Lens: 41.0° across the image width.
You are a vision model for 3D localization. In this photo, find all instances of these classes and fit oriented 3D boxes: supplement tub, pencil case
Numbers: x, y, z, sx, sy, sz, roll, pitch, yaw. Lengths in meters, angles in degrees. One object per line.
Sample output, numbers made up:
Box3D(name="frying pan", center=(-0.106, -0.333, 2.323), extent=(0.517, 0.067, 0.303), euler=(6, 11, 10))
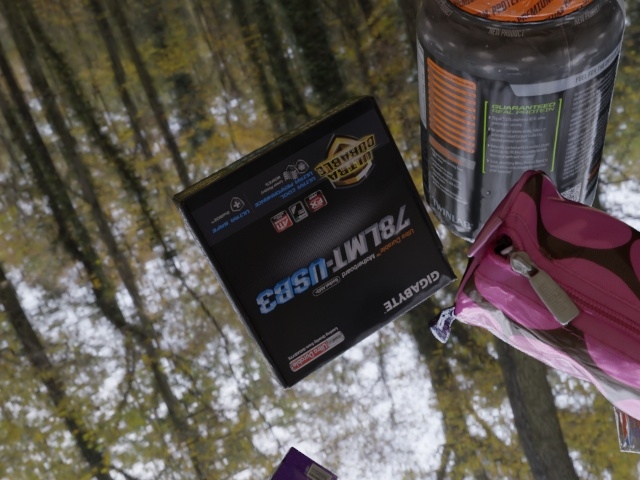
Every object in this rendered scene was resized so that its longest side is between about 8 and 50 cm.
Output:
Box3D(name="supplement tub", center=(0.118, -0.094, 0.519), extent=(0.117, 0.190, 0.117), euler=(-4, -131, 5))
Box3D(name="pencil case", center=(0.160, 0.050, 0.374), extent=(0.209, 0.098, 0.095), euler=(29, -94, 18))

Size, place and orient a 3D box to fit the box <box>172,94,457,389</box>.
Box3D(name="box", center=(0.000, 0.000, 1.152), extent=(0.295, 0.293, 0.073), euler=(-30, -164, -13))

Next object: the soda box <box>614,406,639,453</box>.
Box3D(name="soda box", center=(0.598, 0.332, 1.527), extent=(0.083, 0.092, 0.263), euler=(-5, 167, 5))

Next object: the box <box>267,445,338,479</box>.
Box3D(name="box", center=(-0.081, 0.297, 0.663), extent=(0.201, 0.057, 0.293), euler=(-58, 174, 9))
